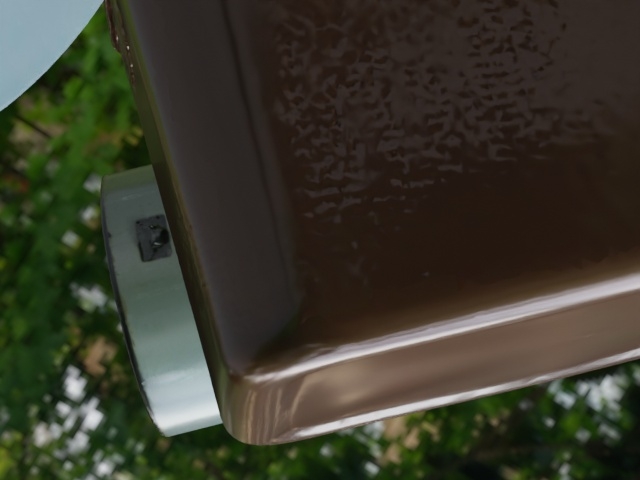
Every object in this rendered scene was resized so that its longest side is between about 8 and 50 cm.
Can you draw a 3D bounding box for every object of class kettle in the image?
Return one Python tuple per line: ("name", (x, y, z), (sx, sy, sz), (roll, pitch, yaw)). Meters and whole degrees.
("kettle", (0.000, 0.000, 0.970), (0.221, 0.236, 0.161), (76, 1, -62))

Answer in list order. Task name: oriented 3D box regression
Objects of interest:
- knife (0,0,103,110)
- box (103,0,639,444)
("knife", (-0.067, -0.146, 0.508), (0.044, 0.080, 0.331), (-4, -124, 27))
("box", (0.087, -0.061, 0.755), (0.239, 0.339, 0.229), (102, -25, -75))
